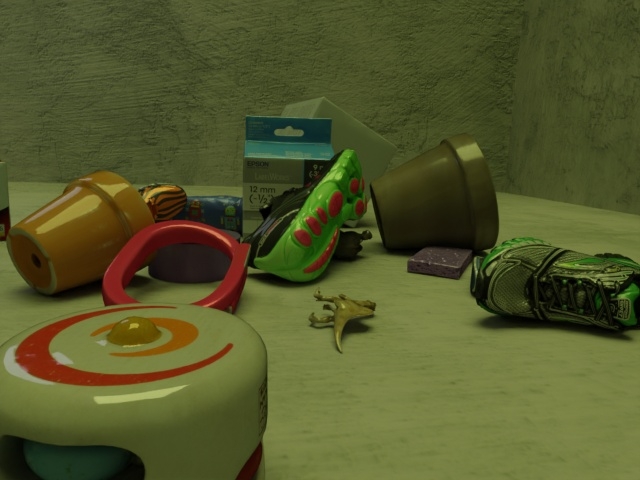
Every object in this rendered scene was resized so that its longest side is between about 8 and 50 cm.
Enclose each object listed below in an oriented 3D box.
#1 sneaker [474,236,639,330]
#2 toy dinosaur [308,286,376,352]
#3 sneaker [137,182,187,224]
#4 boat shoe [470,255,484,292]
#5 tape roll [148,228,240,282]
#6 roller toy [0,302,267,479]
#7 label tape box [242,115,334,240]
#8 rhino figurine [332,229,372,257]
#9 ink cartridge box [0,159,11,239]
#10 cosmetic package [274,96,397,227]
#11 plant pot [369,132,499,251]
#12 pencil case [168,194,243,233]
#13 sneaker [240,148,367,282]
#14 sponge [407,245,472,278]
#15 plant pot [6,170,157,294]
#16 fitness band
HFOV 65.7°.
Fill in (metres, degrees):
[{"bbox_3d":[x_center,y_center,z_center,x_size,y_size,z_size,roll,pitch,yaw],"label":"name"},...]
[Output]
[{"bbox_3d":[0.414,0.073,0.797,0.344,0.134,0.146,1,11,-10],"label":"sneaker"},{"bbox_3d":[0.032,0.107,0.751,0.093,0.053,0.183,8,12,22],"label":"toy dinosaur"},{"bbox_3d":[-0.494,-0.056,1.318,0.321,0.124,0.180,-23,27,-23],"label":"sneaker"},{"bbox_3d":[0.341,0.065,1.001,0.066,0.066,0.183,8,12,20],"label":"boat shoe"},{"bbox_3d":[-0.263,0.026,1.040,0.189,0.080,0.189,3,10,-1],"label":"tape roll"},{"bbox_3d":[-0.131,0.126,0.362,0.209,0.146,0.191,-6,14,-39],"label":"roller toy"},{"bbox_3d":[-0.089,-0.166,1.370,0.249,0.347,0.115,1,11,-7],"label":"label tape box"},{"bbox_3d":[0.000,0.000,1.255,0.243,0.073,0.106,5,13,25],"label":"rhino figurine"},{"bbox_3d":[-0.947,-0.131,1.208,0.309,0.271,0.130,-7,14,-37],"label":"ink cartridge box"},{"bbox_3d":[-0.007,-0.283,1.804,0.327,0.329,0.394,28,1,-24],"label":"cosmetic package"},{"bbox_3d":[0.290,-0.101,1.348,0.280,0.323,0.323,-13,11,2],"label":"plant pot"},{"bbox_3d":[-0.356,-0.085,1.506,0.306,0.119,0.133,3,-2,7],"label":"pencil case"},{"bbox_3d":[-0.026,-0.083,1.147,0.202,0.185,0.483,1,27,25],"label":"sneaker"},{"bbox_3d":[0.288,0.047,1.178,0.117,0.031,0.210,7,12,23],"label":"sponge"},{"bbox_3d":[-0.438,-0.001,0.898,0.205,0.205,0.188,9,28,30],"label":"plant pot"},{"bbox_3d":[-0.230,0.051,0.823,0.209,0.054,0.291,8,29,0],"label":"fitness band"}]
